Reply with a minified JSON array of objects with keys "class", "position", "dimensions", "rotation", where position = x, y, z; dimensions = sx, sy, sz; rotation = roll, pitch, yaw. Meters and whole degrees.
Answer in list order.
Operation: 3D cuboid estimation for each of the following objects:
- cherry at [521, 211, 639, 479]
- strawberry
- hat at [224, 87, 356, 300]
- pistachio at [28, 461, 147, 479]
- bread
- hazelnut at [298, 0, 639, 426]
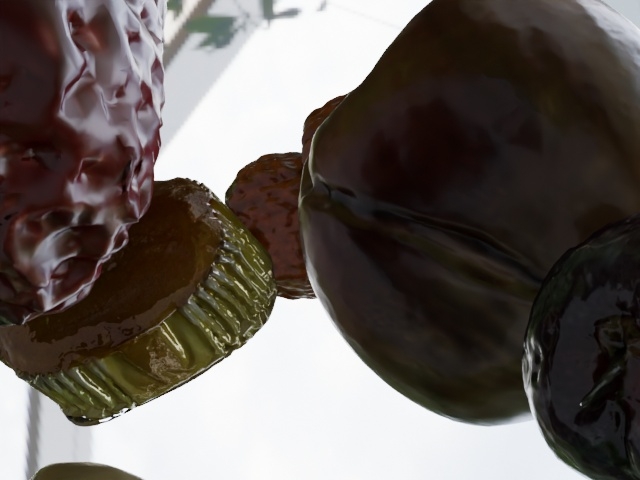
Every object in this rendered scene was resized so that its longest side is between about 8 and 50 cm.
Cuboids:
[{"class":"cherry","position":[0.218,0.072,0.763],"dimensions":[0.195,0.195,0.195],"rotation":[14,-71,47]},{"class":"strawberry","position":[-0.226,-0.113,0.831],"dimensions":[0.317,0.345,0.295],"rotation":[-15,-62,29]},{"class":"hat","position":[0.000,0.000,1.516],"dimensions":[0.400,0.285,0.285],"rotation":[-30,-108,10]},{"class":"pistachio","position":[-0.141,0.280,0.815],"dimensions":[0.187,0.187,0.299],"rotation":[-56,-143,40]},{"class":"bread","position":[-0.135,0.039,0.927],"dimensions":[0.190,0.114,0.132],"rotation":[-33,-134,5]},{"class":"hazelnut","position":[0.157,-0.031,1.082],"dimensions":[0.372,0.315,0.372],"rotation":[-10,-102,58]}]
